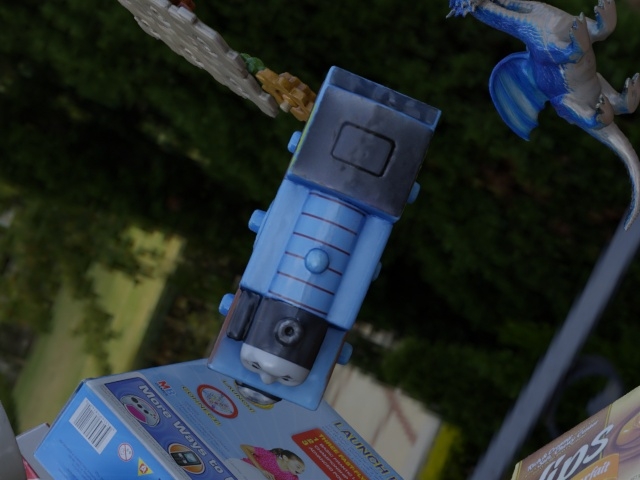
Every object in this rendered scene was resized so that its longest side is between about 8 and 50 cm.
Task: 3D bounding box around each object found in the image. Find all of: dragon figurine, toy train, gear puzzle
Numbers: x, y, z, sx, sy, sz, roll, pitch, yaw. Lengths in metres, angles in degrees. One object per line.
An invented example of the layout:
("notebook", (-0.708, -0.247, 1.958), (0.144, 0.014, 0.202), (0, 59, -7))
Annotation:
("dragon figurine", (0.221, -0.150, 1.428), (0.144, 0.289, 0.085), (-1, 33, 48))
("toy train", (0.000, 0.000, 0.794), (0.105, 0.080, 0.184), (115, 178, -84))
("gear puzzle", (-0.111, -0.213, 1.574), (0.339, 0.175, 0.044), (36, 82, 35))

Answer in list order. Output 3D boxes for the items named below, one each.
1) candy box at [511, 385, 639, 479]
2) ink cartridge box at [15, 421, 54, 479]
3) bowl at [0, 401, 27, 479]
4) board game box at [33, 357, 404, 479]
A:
("candy box", (0.304, 0.241, 1.501), (0.316, 0.087, 0.183), (-42, 9, 39))
("ink cartridge box", (-0.303, 0.273, 1.589), (0.056, 0.099, 0.135), (-26, -20, -47))
("bowl", (-0.237, 0.108, 0.727), (0.156, 0.289, 0.289), (-26, -2, -23))
("board game box", (-0.038, 0.234, 1.279), (0.086, 0.308, 0.302), (-53, -21, 18))
